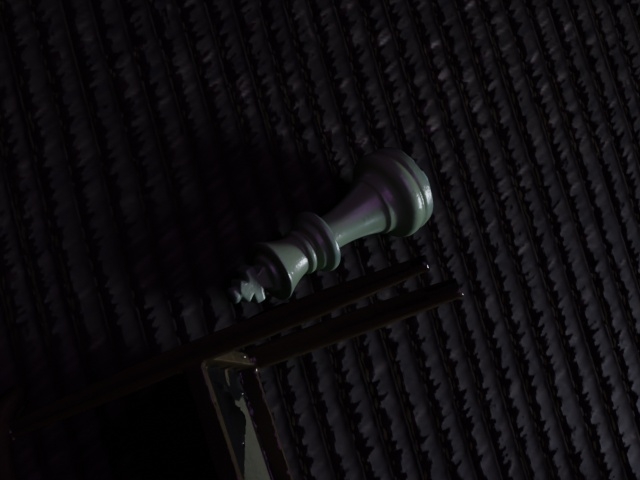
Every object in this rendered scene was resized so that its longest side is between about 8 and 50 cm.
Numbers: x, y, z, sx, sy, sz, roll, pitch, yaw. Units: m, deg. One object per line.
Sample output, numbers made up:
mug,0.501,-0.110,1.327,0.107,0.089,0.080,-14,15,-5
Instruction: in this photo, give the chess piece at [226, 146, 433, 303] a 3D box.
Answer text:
chess piece,0.000,0.000,1.052,0.149,0.059,0.059,-34,91,-28

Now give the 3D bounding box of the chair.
chair,-0.032,0.133,0.926,0.272,0.166,0.188,-20,80,8
